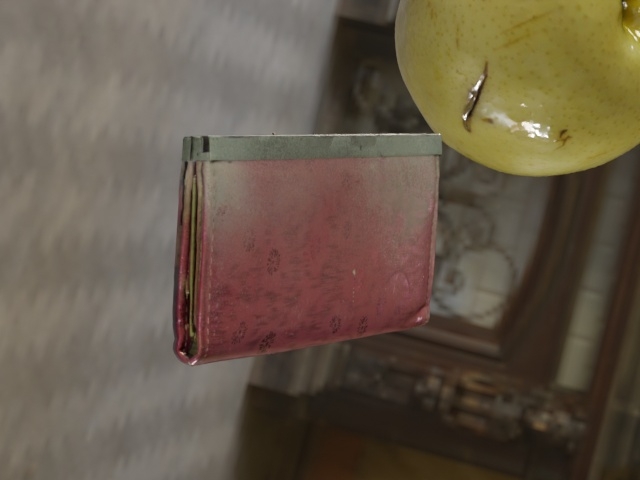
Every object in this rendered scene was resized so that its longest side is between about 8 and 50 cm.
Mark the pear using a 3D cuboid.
[{"bbox_3d":[0.219,-0.213,1.720,0.309,0.309,0.309,14,90,-79],"label":"pear"}]

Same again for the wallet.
[{"bbox_3d":[0.000,0.000,0.955,0.232,0.025,0.119,-5,99,-56],"label":"wallet"}]
